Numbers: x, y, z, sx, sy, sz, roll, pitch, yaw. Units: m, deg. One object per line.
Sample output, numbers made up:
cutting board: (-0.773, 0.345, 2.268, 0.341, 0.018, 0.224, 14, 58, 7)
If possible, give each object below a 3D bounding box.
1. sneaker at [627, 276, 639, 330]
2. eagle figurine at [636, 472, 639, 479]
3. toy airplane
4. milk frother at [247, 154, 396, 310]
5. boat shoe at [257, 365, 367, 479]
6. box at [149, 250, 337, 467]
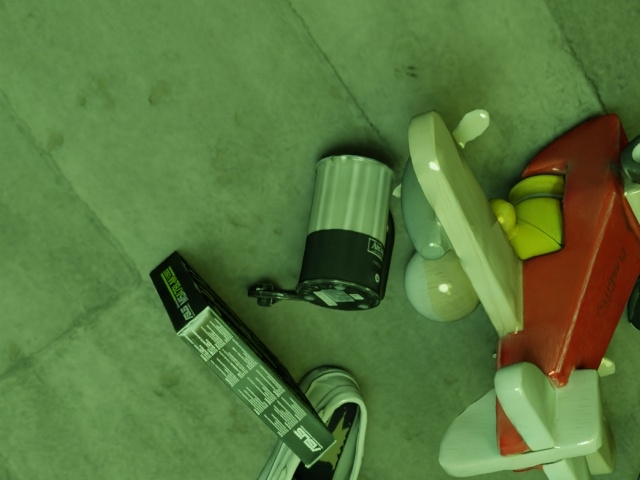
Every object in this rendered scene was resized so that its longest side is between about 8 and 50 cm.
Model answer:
sneaker: (0.486, 0.082, 1.366, 0.283, 0.124, 0.107, 5, 104, -16)
eagle figurine: (0.318, 0.398, 1.384, 0.298, 0.226, 0.225, -25, 91, -2)
toy airplane: (0.192, 0.067, 1.198, 0.384, 0.272, 0.386, -6, 97, -51)
milk frother: (0.000, 0.000, 1.229, 0.143, 0.129, 0.134, 4, 68, 12)
boat shoe: (-0.010, 0.269, 1.304, 0.096, 0.088, 0.267, 18, 100, -20)
box: (-0.079, 0.110, 1.187, 0.045, 0.184, 0.190, -41, 113, 0)
